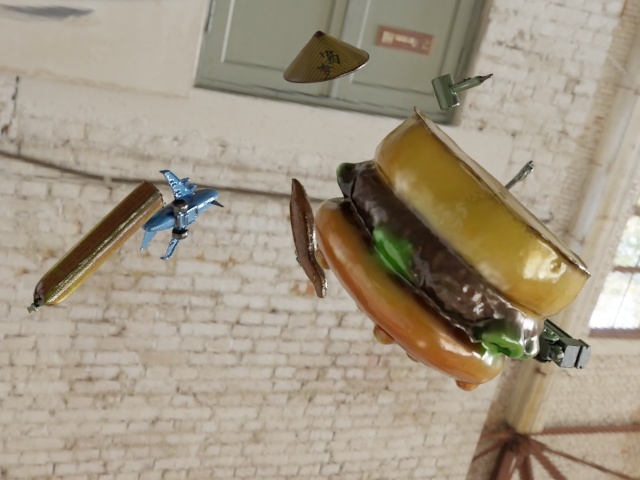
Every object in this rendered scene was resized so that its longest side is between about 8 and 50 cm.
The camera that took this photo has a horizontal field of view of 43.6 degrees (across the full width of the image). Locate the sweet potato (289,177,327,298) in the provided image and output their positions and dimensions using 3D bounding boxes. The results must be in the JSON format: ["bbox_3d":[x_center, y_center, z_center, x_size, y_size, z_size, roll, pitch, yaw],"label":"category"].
[{"bbox_3d":[-0.031,-0.003,1.707,0.057,0.265,0.057,-10,-172,2],"label":"sweet potato"}]

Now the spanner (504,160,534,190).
[{"bbox_3d":[0.389,-0.086,1.828,0.017,0.302,0.071,42,-134,1],"label":"spanner"}]

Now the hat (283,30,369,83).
[{"bbox_3d":[0.005,-0.407,1.707,0.193,0.082,0.193,-10,-150,6],"label":"hat"}]

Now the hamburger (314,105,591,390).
[{"bbox_3d":[0.171,0.016,1.196,0.395,0.277,0.396,41,-168,-11],"label":"hamburger"}]

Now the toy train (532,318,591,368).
[{"bbox_3d":[0.463,0.203,1.642,0.111,0.071,0.170,9,-164,-19],"label":"toy train"}]

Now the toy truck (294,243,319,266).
[{"bbox_3d":[0.000,0.000,2.357,0.088,0.202,0.074,49,-147,14],"label":"toy truck"}]

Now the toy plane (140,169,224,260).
[{"bbox_3d":[-0.350,-0.075,2.018,0.105,0.254,0.271,30,-141,33],"label":"toy plane"}]

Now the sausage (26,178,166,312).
[{"bbox_3d":[-0.480,0.021,1.702,0.082,0.082,0.371,26,-119,31],"label":"sausage"}]

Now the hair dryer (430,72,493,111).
[{"bbox_3d":[0.300,-0.322,1.664,0.047,0.071,0.150,-27,-170,-42],"label":"hair dryer"}]
